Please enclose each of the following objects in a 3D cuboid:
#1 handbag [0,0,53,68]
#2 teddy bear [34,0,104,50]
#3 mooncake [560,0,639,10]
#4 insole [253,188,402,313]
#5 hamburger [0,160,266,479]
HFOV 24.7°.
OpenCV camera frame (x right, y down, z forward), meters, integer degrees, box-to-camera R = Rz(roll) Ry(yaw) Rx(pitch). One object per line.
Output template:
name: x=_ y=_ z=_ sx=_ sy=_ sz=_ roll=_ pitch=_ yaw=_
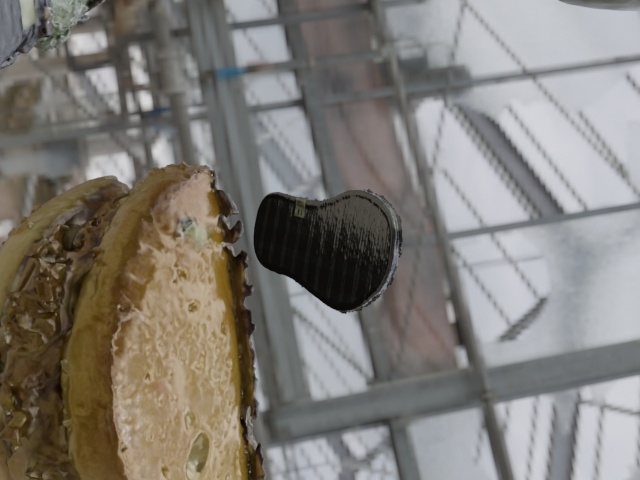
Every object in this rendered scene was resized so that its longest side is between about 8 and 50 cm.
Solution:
handbag: x=-0.310 y=-0.139 z=0.917 sx=0.181 sy=0.254 sz=0.181 roll=61 pitch=22 yaw=-20
teddy bear: x=-0.271 y=-0.223 z=1.227 sx=0.133 sy=0.213 sz=0.111 roll=-47 pitch=-146 yaw=23
mooncake: x=0.151 y=-0.232 z=0.813 sx=0.275 sy=0.274 sz=0.135 roll=118 pitch=-17 yaw=-65
insole: x=0.000 y=0.000 z=1.303 sx=0.309 sy=0.012 sz=0.110 roll=-160 pitch=-103 yaw=-66
hamburger: x=-0.238 y=0.148 z=1.508 sx=0.268 sy=0.287 sz=0.446 roll=0 pitch=-84 yaw=32
